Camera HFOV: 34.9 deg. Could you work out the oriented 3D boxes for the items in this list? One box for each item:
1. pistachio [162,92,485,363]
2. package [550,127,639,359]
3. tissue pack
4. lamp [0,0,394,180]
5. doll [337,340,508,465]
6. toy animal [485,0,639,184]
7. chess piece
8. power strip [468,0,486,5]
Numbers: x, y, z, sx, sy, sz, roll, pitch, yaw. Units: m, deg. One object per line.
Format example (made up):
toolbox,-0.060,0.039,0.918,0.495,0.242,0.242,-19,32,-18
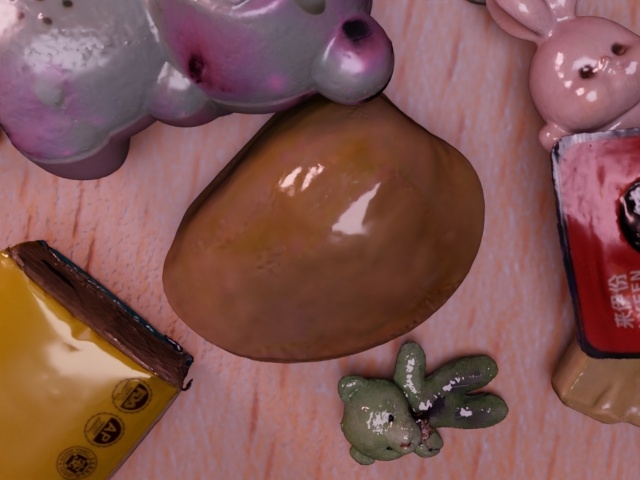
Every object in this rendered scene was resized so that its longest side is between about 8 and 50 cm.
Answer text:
pistachio,0.000,0.000,0.829,0.260,0.163,0.212,-45,63,9
package,0.319,0.000,0.765,0.270,0.071,0.193,-4,100,29
tissue pack,-0.261,0.156,0.869,0.192,0.134,0.271,38,98,-5
lamp,-0.113,-0.187,0.757,0.301,0.247,0.247,-19,73,4
doll,0.091,0.148,0.900,0.150,0.077,0.115,-17,110,-8
toy animal,0.212,-0.132,0.811,0.124,0.124,0.212,-33,111,6
chess piece,0.316,0.030,0.857,0.137,0.137,0.300,30,104,-4
power strip,0.140,-0.303,0.839,0.080,0.029,0.226,-11,100,2
